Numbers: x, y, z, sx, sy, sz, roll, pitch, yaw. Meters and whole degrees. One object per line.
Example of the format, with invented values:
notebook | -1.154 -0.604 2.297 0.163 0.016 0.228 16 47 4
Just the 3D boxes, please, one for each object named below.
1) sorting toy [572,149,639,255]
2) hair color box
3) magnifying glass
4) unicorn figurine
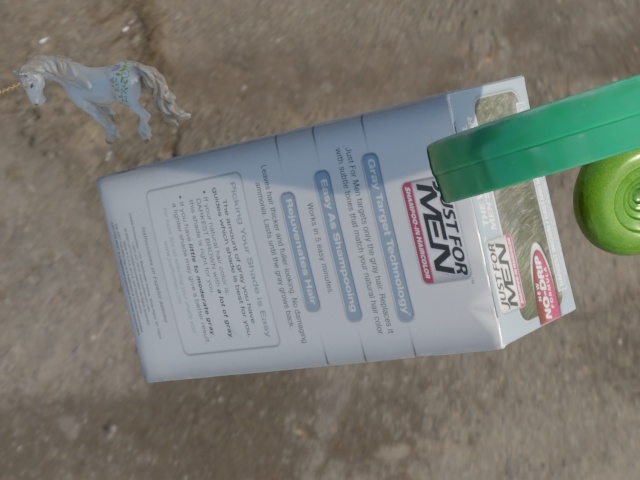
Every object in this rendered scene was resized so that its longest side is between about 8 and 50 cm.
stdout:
sorting toy | 0.295 -0.021 1.328 0.366 0.126 0.127 -21 113 -10
hair color box | 0.000 0.000 1.150 0.374 0.114 0.185 -9 96 40
magnifying glass | 0.134 -0.050 0.389 0.231 0.092 0.026 -15 91 30
unicorn figurine | -0.206 -0.135 1.328 0.162 0.060 0.111 -15 135 20
